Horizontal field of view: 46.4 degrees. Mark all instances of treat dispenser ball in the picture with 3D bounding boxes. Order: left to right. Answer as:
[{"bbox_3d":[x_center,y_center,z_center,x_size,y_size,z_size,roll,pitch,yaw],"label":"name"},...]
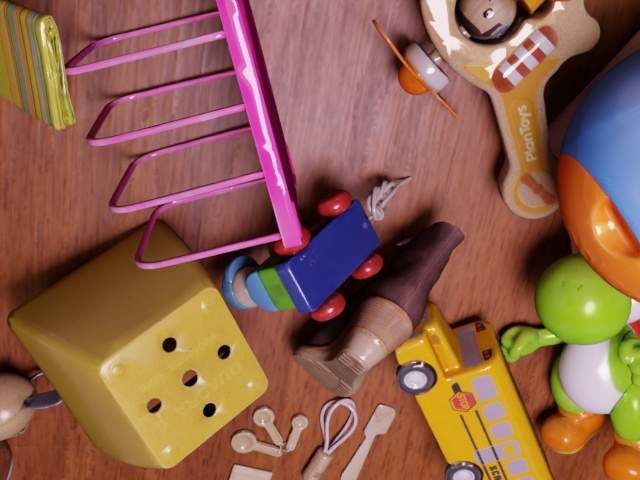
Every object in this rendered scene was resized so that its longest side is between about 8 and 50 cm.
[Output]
[{"bbox_3d":[0.386,-0.065,0.745,0.288,0.288,0.288,-3,113,-7],"label":"treat dispenser ball"}]

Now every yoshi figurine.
[{"bbox_3d":[0.340,0.143,0.954,0.203,0.203,0.362,-7,114,7],"label":"yoshi figurine"}]

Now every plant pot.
[{"bbox_3d":[-0.183,0.127,0.837,0.212,0.187,0.212,-36,115,-24],"label":"plant pot"}]

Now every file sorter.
[{"bbox_3d":[-0.142,-0.143,0.768,0.182,0.202,0.290,-14,114,1],"label":"file sorter"}]

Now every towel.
[{"bbox_3d":[-0.309,-0.188,0.719,0.021,0.237,0.102,-25,130,-38],"label":"towel"}]

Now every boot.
[{"bbox_3d":[0.073,0.088,0.935,0.090,0.248,0.207,42,67,-4],"label":"boot"}]

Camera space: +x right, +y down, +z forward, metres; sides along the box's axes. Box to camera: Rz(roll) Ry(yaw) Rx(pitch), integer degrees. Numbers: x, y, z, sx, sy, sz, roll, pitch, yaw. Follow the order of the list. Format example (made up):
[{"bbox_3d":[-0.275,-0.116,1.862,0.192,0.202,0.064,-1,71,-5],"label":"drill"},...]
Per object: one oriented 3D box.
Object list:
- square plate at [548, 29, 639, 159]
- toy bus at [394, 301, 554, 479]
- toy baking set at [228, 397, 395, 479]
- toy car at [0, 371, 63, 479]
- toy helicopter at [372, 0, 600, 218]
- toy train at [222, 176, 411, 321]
[{"bbox_3d":[0.488,-0.129,0.901,0.344,0.049,0.347,31,119,-17],"label":"square plate"},{"bbox_3d":[0.204,0.226,1.005,0.130,0.108,0.333,-21,114,14],"label":"toy bus"},{"bbox_3d":[-0.014,0.316,1.068,0.256,0.030,0.197,-7,113,-5],"label":"toy baking set"},{"bbox_3d":[-0.390,0.223,0.921,0.188,0.155,0.149,-32,114,-8],"label":"toy car"},{"bbox_3d":[0.197,-0.177,0.836,0.235,0.140,0.355,-18,116,3],"label":"toy helicopter"},{"bbox_3d":[0.000,0.000,0.897,0.143,0.248,0.105,-13,111,42],"label":"toy train"}]
